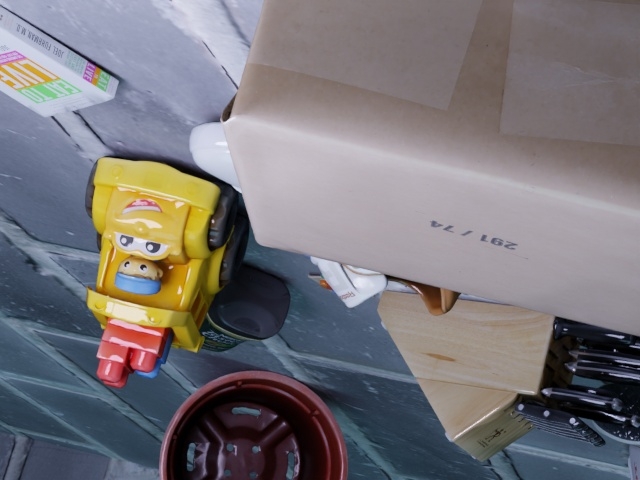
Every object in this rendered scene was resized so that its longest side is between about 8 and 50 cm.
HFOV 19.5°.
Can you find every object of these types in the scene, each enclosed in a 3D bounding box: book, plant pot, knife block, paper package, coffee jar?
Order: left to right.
[{"bbox_3d":[-0.256,-0.157,1.595,0.096,0.035,0.144,-5,153,44],"label":"book"},{"bbox_3d":[-0.108,0.081,2.188,0.096,0.079,0.184,21,163,-19],"label":"coffee jar"},{"bbox_3d":[-0.111,0.334,2.790,0.272,0.272,0.265,17,173,-5],"label":"plant pot"},{"bbox_3d":[0.117,-0.071,1.265,0.325,0.168,0.309,13,164,6],"label":"paper package"},{"bbox_3d":[0.223,0.113,2.003,0.088,0.242,0.275,40,-164,-55],"label":"knife block"}]

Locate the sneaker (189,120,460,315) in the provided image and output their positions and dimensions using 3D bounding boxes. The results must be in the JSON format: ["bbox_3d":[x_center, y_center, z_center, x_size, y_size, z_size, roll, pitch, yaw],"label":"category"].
[{"bbox_3d":[0.010,-0.015,1.656,0.290,0.123,0.106,21,166,-14],"label":"sneaker"}]

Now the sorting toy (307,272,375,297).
[{"bbox_3d":[0.016,0.048,2.072,0.062,0.012,0.083,5,162,36],"label":"sorting toy"}]

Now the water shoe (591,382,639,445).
[{"bbox_3d":[0.408,0.210,2.144,0.203,0.073,0.080,5,167,35],"label":"water shoe"}]

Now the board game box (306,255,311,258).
[{"bbox_3d":[0.000,0.000,1.905,0.090,0.020,0.090,23,163,-30],"label":"board game box"}]

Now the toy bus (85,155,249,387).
[{"bbox_3d":[-0.174,0.040,1.865,0.149,0.211,0.220,15,163,8],"label":"toy bus"}]

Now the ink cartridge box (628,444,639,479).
[{"bbox_3d":[0.456,0.341,2.156,0.122,0.211,0.289,-7,180,-3],"label":"ink cartridge box"}]
